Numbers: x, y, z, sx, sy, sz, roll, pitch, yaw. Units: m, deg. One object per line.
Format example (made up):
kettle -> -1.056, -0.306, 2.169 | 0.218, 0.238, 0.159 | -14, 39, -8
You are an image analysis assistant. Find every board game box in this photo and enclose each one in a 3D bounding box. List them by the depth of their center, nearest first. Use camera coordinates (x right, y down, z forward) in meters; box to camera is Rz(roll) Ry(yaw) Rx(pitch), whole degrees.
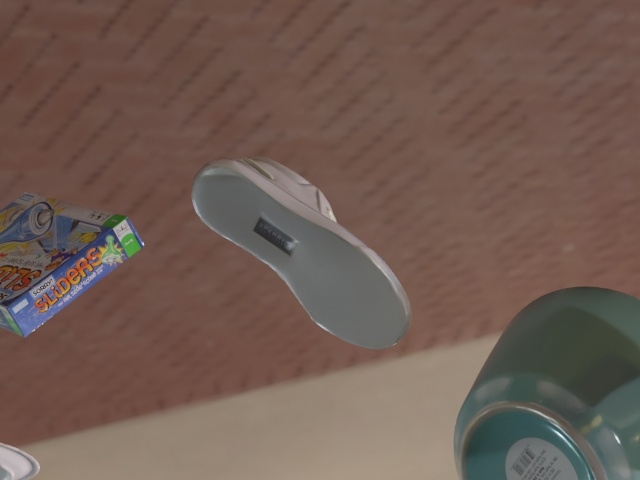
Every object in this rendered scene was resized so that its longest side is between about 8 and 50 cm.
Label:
board game box -> -0.263, 0.018, 1.590 | 0.136, 0.035, 0.201 | -40, -152, -25

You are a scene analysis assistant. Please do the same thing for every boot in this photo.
boot -> 0.000, 0.000, 1.748 | 0.095, 0.258, 0.123 | -55, 168, 23

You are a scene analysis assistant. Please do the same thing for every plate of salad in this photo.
plate of salad -> -0.410, 0.234, 1.969 | 0.200, 0.048, 0.200 | 2, 155, 1

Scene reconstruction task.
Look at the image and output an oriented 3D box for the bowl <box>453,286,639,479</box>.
bowl -> 0.257, 0.218, 1.818 | 0.163, 0.311, 0.311 | -25, 171, -44
